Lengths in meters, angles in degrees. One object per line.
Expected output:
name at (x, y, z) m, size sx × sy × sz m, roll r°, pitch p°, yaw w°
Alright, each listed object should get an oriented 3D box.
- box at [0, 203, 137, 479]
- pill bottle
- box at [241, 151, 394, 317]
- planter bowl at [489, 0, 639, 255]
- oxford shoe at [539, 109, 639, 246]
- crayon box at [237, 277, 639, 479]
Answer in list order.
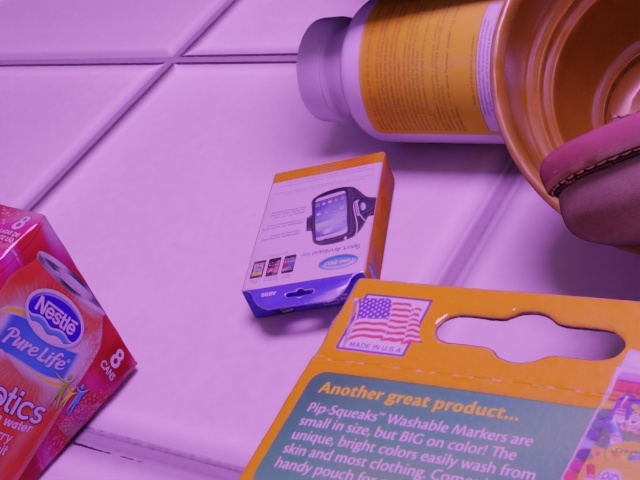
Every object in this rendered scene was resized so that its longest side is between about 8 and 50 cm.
box at (-0.259, 0.049, 0.698) m, size 0.256 × 0.128 × 0.123 m, roll 11°, pitch 48°, yaw 40°
pill bottle at (0.079, -0.116, 0.739) m, size 0.184 × 0.103 × 0.103 m, roll 5°, pitch 44°, yaw 34°
box at (0.000, 0.000, 0.702) m, size 0.081 × 0.028 × 0.136 m, roll -10°, pitch 40°, yaw 19°
planter bowl at (0.206, -0.081, 0.601) m, size 0.217 × 0.090 × 0.217 m, roll -4°, pitch 74°, yaw 14°
oxford shoe at (0.267, -0.008, 0.454) m, size 0.348 × 0.123 × 0.130 m, roll -3°, pitch 84°, yaw 19°
crayon box at (0.045, 0.159, 0.421) m, size 0.203 × 0.083 × 0.323 m, roll 4°, pitch 44°, yaw 33°
